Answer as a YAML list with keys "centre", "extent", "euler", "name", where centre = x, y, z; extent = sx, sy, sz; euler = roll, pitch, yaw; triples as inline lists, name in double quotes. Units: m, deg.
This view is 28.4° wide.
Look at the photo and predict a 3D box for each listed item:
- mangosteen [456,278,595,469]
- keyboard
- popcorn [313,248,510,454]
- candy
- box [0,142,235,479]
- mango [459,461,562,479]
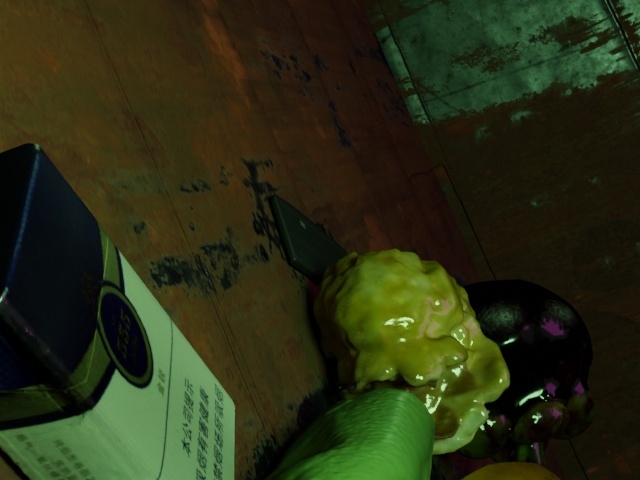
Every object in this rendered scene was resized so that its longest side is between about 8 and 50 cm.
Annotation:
- centre: [0.257, 0.200, 1.806]
  extent: [0.287, 0.233, 0.287]
  euler: [5, 83, -40]
  name: "mangosteen"
- centre: [-0.013, 0.005, 1.546]
  extent: [0.381, 0.041, 0.103]
  euler: [53, 17, -67]
  name: "keyboard"
- centre: [0.095, 0.129, 1.439]
  extent: [0.190, 0.191, 0.253]
  euler: [108, -26, -54]
  name: "popcorn"
- centre: [0.026, 0.222, 1.080]
  extent: [0.343, 0.142, 0.132]
  euler: [-31, 106, -76]
  name: "candy"
- centre: [-0.141, 0.084, 0.787]
  extent: [0.168, 0.071, 0.259]
  euler: [-95, 159, -53]
  name: "box"
- centre: [0.267, 0.395, 1.660]
  extent: [0.199, 0.201, 0.350]
  euler: [25, -13, 39]
  name: "mango"
